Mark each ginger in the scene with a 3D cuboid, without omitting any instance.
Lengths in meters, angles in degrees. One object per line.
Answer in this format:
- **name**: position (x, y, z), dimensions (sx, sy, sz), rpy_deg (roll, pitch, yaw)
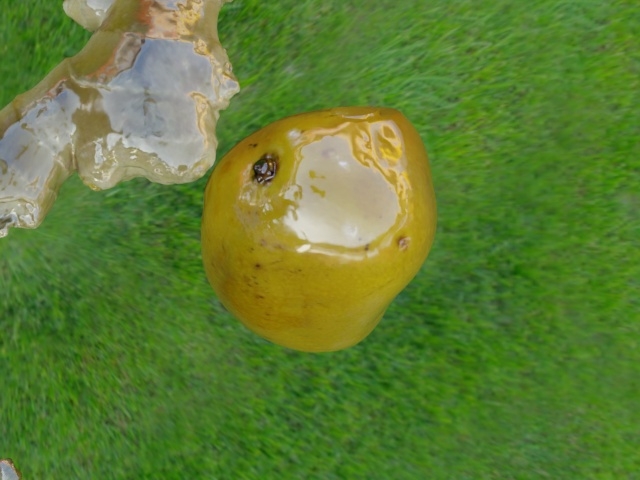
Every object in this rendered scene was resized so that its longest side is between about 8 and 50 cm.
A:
- **ginger**: position (-0.107, -0.127, 0.812), dimensions (0.148, 0.081, 0.333), rpy_deg (20, 68, 24)

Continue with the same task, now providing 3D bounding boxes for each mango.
- **mango**: position (0.000, 0.000, 0.414), dimensions (0.080, 0.114, 0.060), rpy_deg (-12, 64, -2)

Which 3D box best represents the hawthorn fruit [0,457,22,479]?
- **hawthorn fruit**: position (-0.140, 0.221, 0.619), dimensions (0.197, 0.196, 0.225), rpy_deg (-11, 85, -14)
